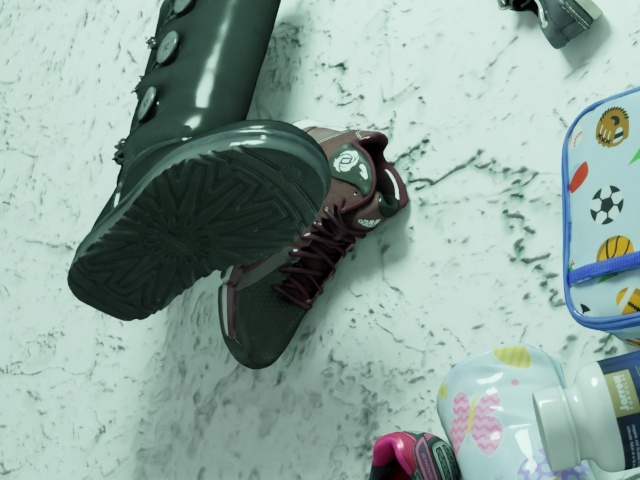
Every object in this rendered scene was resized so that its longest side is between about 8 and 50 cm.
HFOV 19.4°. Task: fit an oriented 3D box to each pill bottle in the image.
[{"bbox_3d":[0.265,0.139,1.554,0.169,0.094,0.094,-14,53,1],"label":"pill bottle"}]

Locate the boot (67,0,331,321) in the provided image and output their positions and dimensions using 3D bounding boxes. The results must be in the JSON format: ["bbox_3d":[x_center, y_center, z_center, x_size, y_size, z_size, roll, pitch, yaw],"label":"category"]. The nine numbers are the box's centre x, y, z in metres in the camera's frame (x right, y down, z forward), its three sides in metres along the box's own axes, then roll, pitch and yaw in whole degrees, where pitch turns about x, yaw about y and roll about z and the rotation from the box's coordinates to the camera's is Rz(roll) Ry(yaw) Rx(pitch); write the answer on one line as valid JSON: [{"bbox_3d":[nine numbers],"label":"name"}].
[{"bbox_3d":[-0.092,-0.166,2.008,0.367,0.146,0.445,-27,34,40],"label":"boot"}]

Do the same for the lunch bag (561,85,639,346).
[{"bbox_3d":[0.350,-0.031,1.606,0.303,0.115,0.243,-16,60,40],"label":"lunch bag"}]

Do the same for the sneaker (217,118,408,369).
[{"bbox_3d":[0.000,0.000,1.943,0.163,0.106,0.281,1,69,42],"label":"sneaker"}]

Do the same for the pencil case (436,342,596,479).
[{"bbox_3d":[0.191,0.217,1.624,0.124,0.113,0.273,-42,45,21],"label":"pencil case"}]

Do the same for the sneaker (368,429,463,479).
[{"bbox_3d":[0.051,0.317,1.711,0.121,0.112,0.299,5,73,46],"label":"sneaker"}]

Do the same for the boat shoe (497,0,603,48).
[{"bbox_3d":[0.201,-0.262,1.907,0.065,0.075,0.206,-51,47,7],"label":"boat shoe"}]
